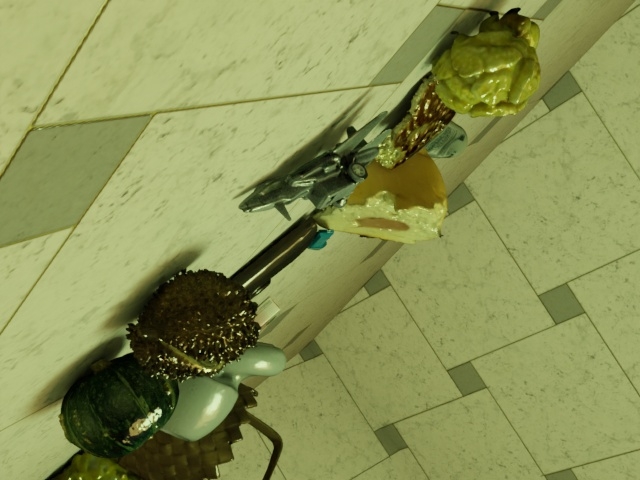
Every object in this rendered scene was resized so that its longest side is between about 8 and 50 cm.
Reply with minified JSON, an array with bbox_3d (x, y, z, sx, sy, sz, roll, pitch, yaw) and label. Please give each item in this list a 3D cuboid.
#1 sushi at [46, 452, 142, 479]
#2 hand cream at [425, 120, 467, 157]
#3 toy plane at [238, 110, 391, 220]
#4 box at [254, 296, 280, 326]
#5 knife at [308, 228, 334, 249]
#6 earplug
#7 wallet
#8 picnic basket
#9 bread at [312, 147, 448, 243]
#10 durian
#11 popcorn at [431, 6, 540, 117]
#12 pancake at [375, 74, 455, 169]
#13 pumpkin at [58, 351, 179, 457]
[{"bbox_3d":[-0.550,0.663,1.843,0.396,0.240,0.351,-44,171,-14],"label":"sushi"},{"bbox_3d":[0.257,-0.232,1.791,0.124,0.078,0.340,-45,163,20],"label":"hand cream"},{"bbox_3d":[-0.009,-0.082,1.176,0.267,0.088,0.212,-35,168,-41],"label":"toy plane"},{"bbox_3d":[-0.160,0.204,2.030,0.125,0.043,0.089,-41,172,-10],"label":"box"},{"bbox_3d":[0.000,-0.002,1.692,0.296,0.044,0.026,133,-37,-80],"label":"knife"},{"bbox_3d":[-0.212,0.276,1.619,0.214,0.175,0.325,3,-160,38],"label":"earplug"},{"bbox_3d":[-0.131,0.078,1.561,0.309,0.042,0.165,-40,169,-16],"label":"wallet"},{"bbox_3d":[-0.242,0.452,1.774,0.291,0.321,0.254,-43,-166,37],"label":"picnic basket"},{"bbox_3d":[0.142,-0.056,1.578,0.224,0.211,0.183,-44,180,-32],"label":"bread"},{"bbox_3d":[-0.189,0.126,1.160,0.196,0.167,0.196,-30,152,-18],"label":"durian"},{"bbox_3d":[0.272,-0.283,1.306,0.168,0.174,0.195,-8,-143,24],"label":"popcorn"},{"bbox_3d":[0.190,-0.226,1.477,0.257,0.056,0.212,-18,145,-54],"label":"pancake"},{"bbox_3d":[-0.310,0.252,1.239,0.190,0.146,0.190,-44,174,-6],"label":"pumpkin"}]
